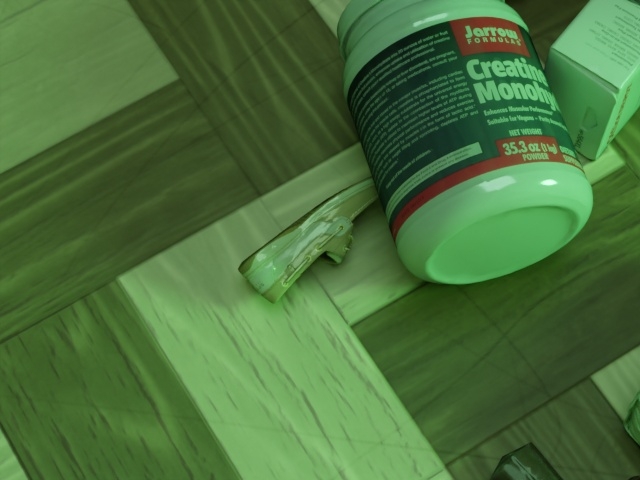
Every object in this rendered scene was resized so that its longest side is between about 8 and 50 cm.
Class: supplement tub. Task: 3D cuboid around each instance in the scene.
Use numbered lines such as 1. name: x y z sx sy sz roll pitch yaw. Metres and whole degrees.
1. supplement tub: 0.132 -0.113 1.427 0.191 0.191 0.272 -15 66 -6

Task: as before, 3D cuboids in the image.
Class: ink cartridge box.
1. ink cartridge box: 0.309 -0.202 1.488 0.086 0.148 0.203 36 70 15

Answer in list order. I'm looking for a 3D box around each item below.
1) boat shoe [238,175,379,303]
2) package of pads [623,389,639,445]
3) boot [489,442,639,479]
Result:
1. boat shoe: 0.000 0.000 1.455 0.170 0.063 0.059 -36 92 -15
2. package of pads: 0.452 0.169 1.338 0.296 0.101 0.229 37 69 18
3. boot: 0.225 0.218 1.358 0.106 0.037 0.114 -39 65 -18
